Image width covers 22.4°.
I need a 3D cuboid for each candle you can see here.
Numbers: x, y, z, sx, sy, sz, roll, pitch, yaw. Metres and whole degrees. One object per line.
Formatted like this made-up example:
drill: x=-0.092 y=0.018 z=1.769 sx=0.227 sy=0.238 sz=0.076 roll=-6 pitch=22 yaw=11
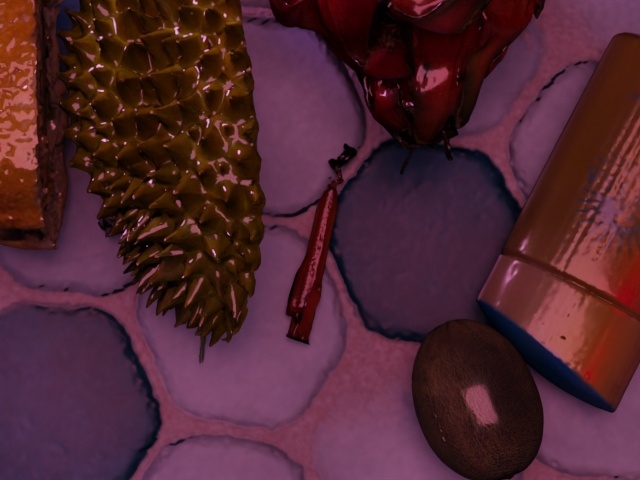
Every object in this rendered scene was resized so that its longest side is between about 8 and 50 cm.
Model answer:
candle: x=-0.001 y=0.000 z=1.309 sx=0.026 sy=0.021 sz=0.167 roll=14 pitch=80 yaw=0

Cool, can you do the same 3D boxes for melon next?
melon: x=0.120 y=0.124 z=1.252 sx=0.098 sy=0.098 sz=0.130 roll=-24 pitch=79 yaw=-6

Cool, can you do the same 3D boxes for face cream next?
face cream: x=0.236 y=-0.017 z=1.295 sx=0.139 sy=0.067 sz=0.285 roll=27 pitch=81 yaw=6

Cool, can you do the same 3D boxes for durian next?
durian: x=-0.100 y=-0.094 z=1.239 sx=0.157 sy=0.169 sz=0.355 roll=-11 pitch=78 yaw=20

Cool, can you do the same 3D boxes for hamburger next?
hamburger: x=-0.274 y=-0.131 z=1.266 sx=0.157 sy=0.144 sz=0.283 roll=-5 pitch=79 yaw=8

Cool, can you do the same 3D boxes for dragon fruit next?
dragon fruit: x=0.065 y=-0.199 z=1.260 sx=0.234 sy=0.234 sz=0.293 roll=8 pitch=94 yaw=0

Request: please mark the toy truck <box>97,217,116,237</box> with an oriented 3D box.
toy truck: x=-0.159 y=-0.046 z=1.304 sx=0.044 sy=0.039 sz=0.083 roll=-4 pitch=78 yaw=-16
